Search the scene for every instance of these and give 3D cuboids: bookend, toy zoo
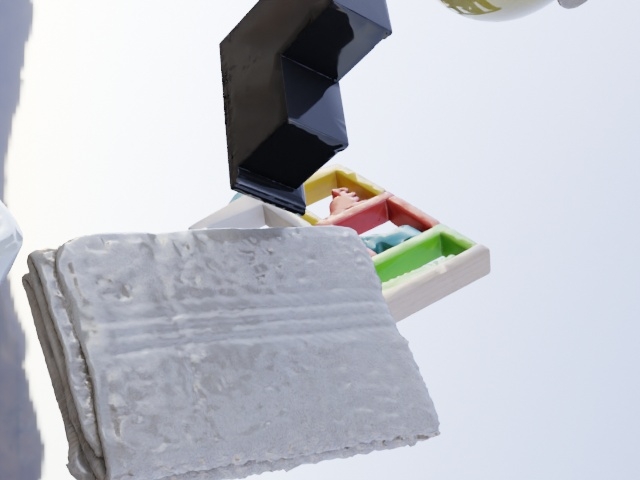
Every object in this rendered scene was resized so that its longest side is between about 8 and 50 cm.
[{"bbox_3d":[-0.003,-0.131,0.867,0.157,0.072,0.156,-40,-136,37],"label":"bookend"},{"bbox_3d":[0.000,0.000,1.119,0.293,0.192,0.030,35,-39,47],"label":"toy zoo"}]

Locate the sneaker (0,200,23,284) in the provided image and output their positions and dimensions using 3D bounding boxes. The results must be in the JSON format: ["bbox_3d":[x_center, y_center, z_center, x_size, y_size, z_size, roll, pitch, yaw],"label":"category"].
[{"bbox_3d":[-0.215,0.008,0.386,0.292,0.108,0.169,39,-71,44],"label":"sneaker"}]

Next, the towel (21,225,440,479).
[{"bbox_3d":[-0.058,0.077,0.791,0.049,0.282,0.187,-51,-129,44],"label":"towel"}]

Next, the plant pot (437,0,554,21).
[{"bbox_3d":[0.129,-0.210,0.725,0.095,0.134,0.134,-138,-129,-76],"label":"plant pot"}]

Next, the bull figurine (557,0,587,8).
[{"bbox_3d":[0.095,-0.191,0.515,0.188,0.310,0.101,55,-12,41],"label":"bull figurine"}]
